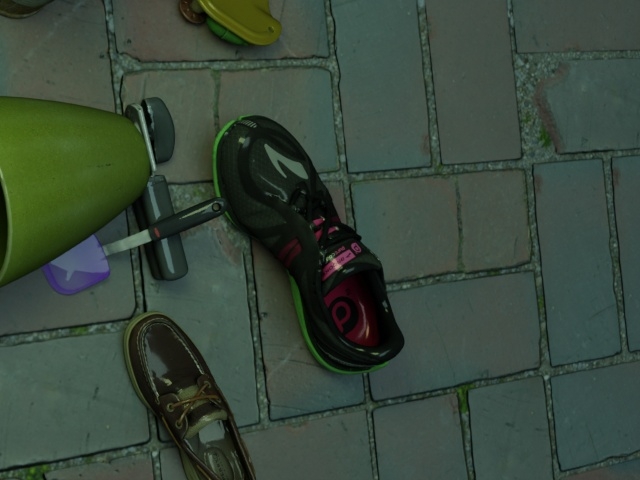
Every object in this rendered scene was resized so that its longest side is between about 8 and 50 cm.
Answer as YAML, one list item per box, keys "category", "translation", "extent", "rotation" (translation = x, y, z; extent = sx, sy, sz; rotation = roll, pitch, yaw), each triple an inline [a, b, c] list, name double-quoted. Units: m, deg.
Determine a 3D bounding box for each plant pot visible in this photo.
- category: "plant pot"
  translation: [-0.397, -0.090, 1.744]
  extent: [0.293, 0.275, 0.275]
  rotation: [-18, 97, -44]

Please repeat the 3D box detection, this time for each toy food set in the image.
- category: "toy food set"
  translation: [-0.167, -0.383, 1.985]
  extent: [0.218, 0.071, 0.128]
  rotation: [32, 49, -27]

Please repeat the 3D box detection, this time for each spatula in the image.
- category: "spatula"
  translation: [-0.278, -0.001, 1.861]
  extent: [0.296, 0.030, 0.084]
  rotation: [-21, 100, 3]

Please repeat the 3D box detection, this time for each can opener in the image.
- category: "can opener"
  translation: [-0.245, -0.082, 1.915]
  extent: [0.095, 0.076, 0.283]
  rotation: [-17, 97, -28]

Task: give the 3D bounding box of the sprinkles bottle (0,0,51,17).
- category: "sprinkles bottle"
  translation: [-0.377, -0.396, 1.692]
  extent: [0.121, 0.355, 0.121]
  rotation: [1, 88, -29]

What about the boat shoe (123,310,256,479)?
- category: "boat shoe"
  translation: [-0.190, 0.265, 1.902]
  extent: [0.123, 0.123, 0.342]
  rotation: [-27, 101, -28]

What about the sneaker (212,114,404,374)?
- category: "sneaker"
  translation: [0.000, 0.000, 1.977]
  extent: [0.185, 0.202, 0.483]
  rotation: [-40, 107, -26]
